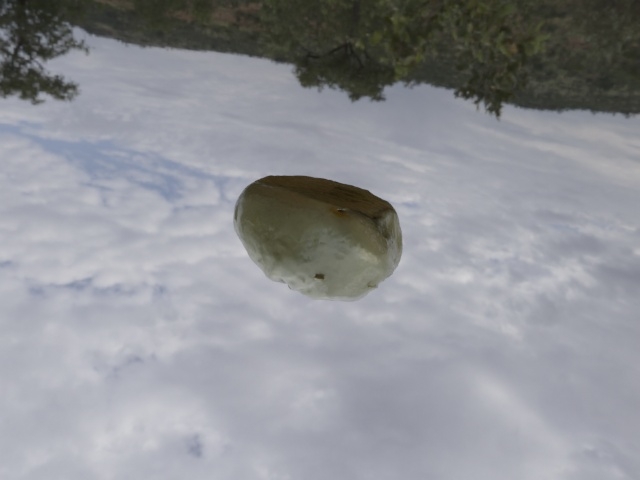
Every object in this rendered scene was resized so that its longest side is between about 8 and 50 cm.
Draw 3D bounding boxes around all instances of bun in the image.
[{"bbox_3d":[0.000,0.000,0.713,0.230,0.145,0.229,7,-163,-2],"label":"bun"}]
